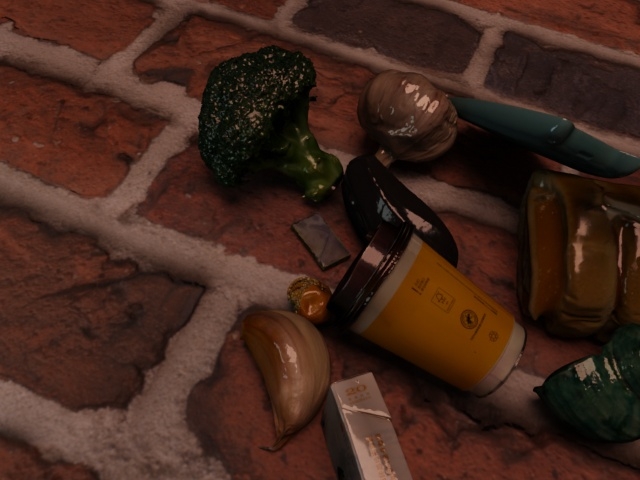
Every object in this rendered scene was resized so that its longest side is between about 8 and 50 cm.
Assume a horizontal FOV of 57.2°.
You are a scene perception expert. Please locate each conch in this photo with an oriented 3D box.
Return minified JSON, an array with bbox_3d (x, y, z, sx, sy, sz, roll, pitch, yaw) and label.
[{"bbox_3d":[0.447,0.208,0.856,0.196,0.202,0.134,9,35,-42],"label":"conch"}]

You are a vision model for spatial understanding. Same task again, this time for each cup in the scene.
[{"bbox_3d":[0.157,0.107,0.891,0.280,0.196,0.196,34,56,-1],"label":"cup"}]

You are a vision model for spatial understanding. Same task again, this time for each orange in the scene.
[{"bbox_3d":[-0.011,0.097,0.958,0.062,0.086,0.086,-42,61,11],"label":"orange"}]

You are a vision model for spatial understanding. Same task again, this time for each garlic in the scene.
[{"bbox_3d":[-0.041,0.186,0.866,0.128,0.115,0.206,-5,57,-17],"label":"garlic"},{"bbox_3d":[0.149,-0.206,1.144,0.219,0.218,0.212,31,86,16],"label":"garlic"}]

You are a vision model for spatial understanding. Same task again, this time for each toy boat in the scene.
[{"bbox_3d":[0.000,0.000,1.066,0.063,0.016,0.115,-25,60,-22],"label":"toy boat"}]

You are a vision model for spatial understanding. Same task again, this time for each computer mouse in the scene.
[{"bbox_3d":[0.118,-0.028,1.018,0.086,0.137,0.269,-32,68,-31],"label":"computer mouse"}]

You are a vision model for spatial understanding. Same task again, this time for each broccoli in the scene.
[{"bbox_3d":[-0.089,-0.208,1.088,0.297,0.298,0.297,42,51,-23],"label":"broccoli"}]

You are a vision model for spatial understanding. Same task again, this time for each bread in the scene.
[{"bbox_3d":[0.514,0.023,0.983,0.341,0.210,0.300,14,56,4],"label":"bread"}]

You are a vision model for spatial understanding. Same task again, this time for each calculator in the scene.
[{"bbox_3d":[0.387,-0.203,1.101,0.256,0.054,0.386,18,15,-24],"label":"calculator"}]

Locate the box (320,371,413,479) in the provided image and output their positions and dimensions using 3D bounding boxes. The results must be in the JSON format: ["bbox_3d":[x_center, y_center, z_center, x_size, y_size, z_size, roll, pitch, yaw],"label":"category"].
[{"bbox_3d":[0.067,0.311,0.762,0.067,0.149,0.233,-10,56,-16],"label":"box"}]
